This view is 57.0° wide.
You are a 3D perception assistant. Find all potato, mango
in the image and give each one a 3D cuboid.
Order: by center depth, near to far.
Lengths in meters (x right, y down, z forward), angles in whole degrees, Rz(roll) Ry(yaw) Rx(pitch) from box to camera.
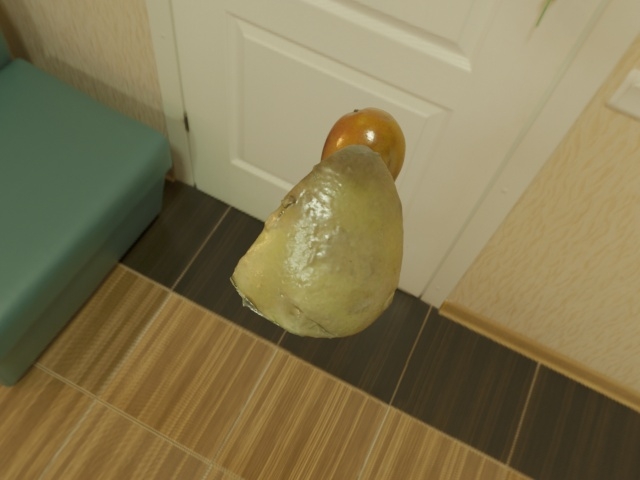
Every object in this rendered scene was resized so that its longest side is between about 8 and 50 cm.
[{"bbox_3d":[0.024,0.017,0.909,0.211,0.264,0.189,-18,56,-46],"label":"potato"},{"bbox_3d":[0.071,-0.140,1.100,0.152,0.221,0.120,29,26,13],"label":"mango"}]
